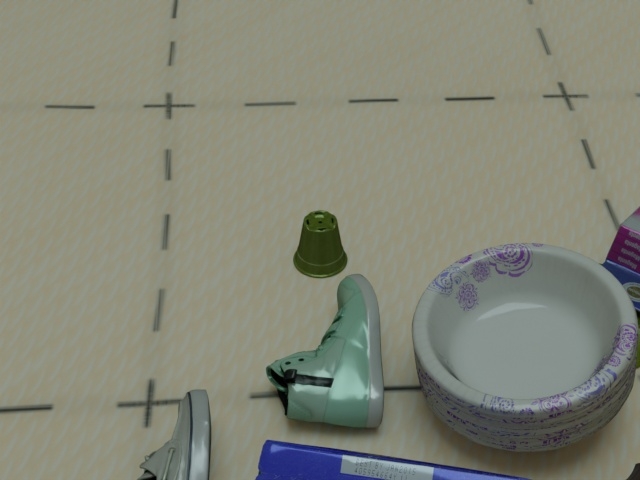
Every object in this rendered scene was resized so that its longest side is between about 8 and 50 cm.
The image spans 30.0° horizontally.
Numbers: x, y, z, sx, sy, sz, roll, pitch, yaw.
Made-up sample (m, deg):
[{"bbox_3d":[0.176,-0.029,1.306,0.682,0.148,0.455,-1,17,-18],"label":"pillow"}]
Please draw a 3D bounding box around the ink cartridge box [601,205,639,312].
[{"bbox_3d":[0.602,0.037,1.729,0.324,0.071,0.330,28,39,25],"label":"ink cartridge box"}]

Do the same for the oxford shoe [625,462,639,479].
[{"bbox_3d":[0.440,0.286,1.462,0.271,0.097,0.098,-23,30,-33],"label":"oxford shoe"}]

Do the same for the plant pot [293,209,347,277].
[{"bbox_3d":[0.000,0.000,1.800,0.083,0.079,0.083,0,42,0],"label":"plant pot"}]

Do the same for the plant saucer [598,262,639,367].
[{"bbox_3d":[0.391,0.108,1.701,0.188,0.045,0.188,-23,46,-23],"label":"plant saucer"}]

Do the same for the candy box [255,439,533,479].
[{"bbox_3d":[0.080,0.300,1.272,0.268,0.317,0.122,8,75,9],"label":"candy box"}]

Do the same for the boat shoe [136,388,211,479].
[{"bbox_3d":[-0.180,0.293,1.458,0.088,0.096,0.267,3,49,-4],"label":"boat shoe"}]

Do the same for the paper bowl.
[{"bbox_3d":[0.265,0.150,1.556,0.284,0.148,0.284,-6,46,6],"label":"paper bowl"}]

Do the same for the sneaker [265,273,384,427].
[{"bbox_3d":[0.002,0.139,1.623,0.151,0.094,0.256,3,43,-6],"label":"sneaker"}]
